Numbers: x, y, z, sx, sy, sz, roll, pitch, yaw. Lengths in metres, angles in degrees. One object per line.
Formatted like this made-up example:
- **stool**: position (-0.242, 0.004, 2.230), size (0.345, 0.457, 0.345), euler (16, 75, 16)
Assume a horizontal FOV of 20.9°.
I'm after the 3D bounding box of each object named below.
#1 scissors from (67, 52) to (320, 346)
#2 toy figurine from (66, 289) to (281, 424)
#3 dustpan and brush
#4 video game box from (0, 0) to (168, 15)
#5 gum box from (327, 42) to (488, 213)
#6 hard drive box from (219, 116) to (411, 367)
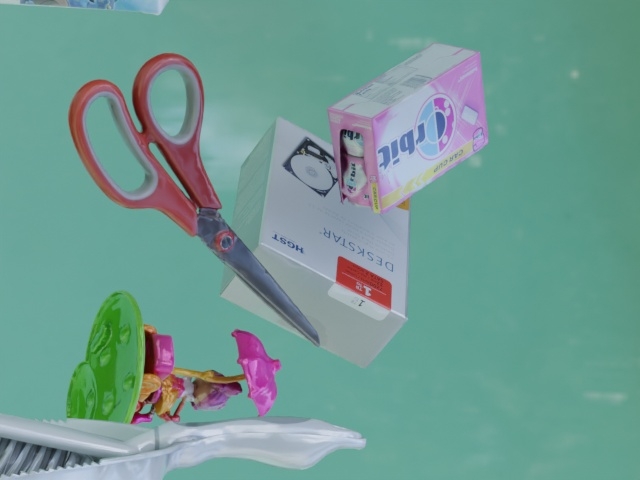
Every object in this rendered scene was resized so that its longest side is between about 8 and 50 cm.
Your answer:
- **scissors**: position (-0.091, -0.006, 1.286), size (0.109, 0.021, 0.297), euler (-39, 124, -23)
- **toy figurine**: position (-0.117, 0.126, 1.503), size (0.159, 0.173, 0.130), euler (8, 57, -27)
- **dustpan and brush**: position (-0.086, 0.088, 0.689), size (0.147, 0.211, 0.060), euler (-173, -87, -75)
- **video game box**: position (-0.203, -0.271, 1.250), size (0.048, 0.187, 0.205), euler (-71, 165, -64)
- **gum box**: position (0.088, -0.114, 1.762), size (0.188, 0.062, 0.107), euler (-34, 127, -38)
- **hard drive box**: position (0.000, 0.000, 1.857), size (0.089, 0.181, 0.232), euler (-51, -159, 34)
